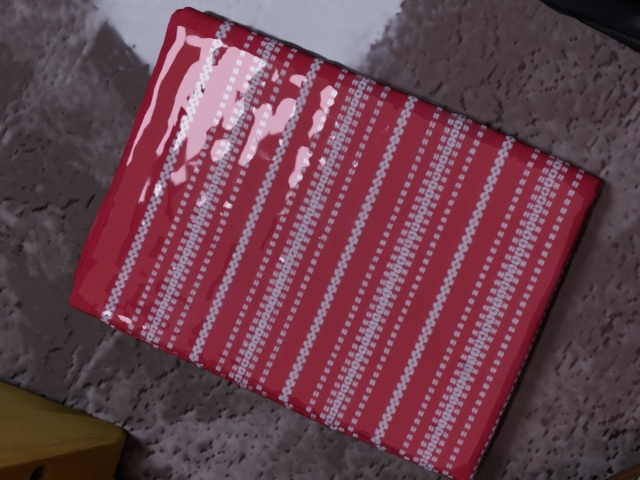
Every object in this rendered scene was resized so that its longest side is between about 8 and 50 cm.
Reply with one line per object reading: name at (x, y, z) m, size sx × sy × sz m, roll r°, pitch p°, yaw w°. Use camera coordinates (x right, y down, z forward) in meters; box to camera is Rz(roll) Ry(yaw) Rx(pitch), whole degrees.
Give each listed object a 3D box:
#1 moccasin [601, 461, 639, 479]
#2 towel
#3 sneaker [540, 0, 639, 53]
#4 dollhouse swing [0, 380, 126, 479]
moccasin at (0.202, 0.161, 0.751) m, size 0.380 × 0.147 × 0.139 m, roll -16°, pitch 90°, yaw 17°
towel at (0.000, 0.000, 0.857) m, size 0.275 × 0.031 × 0.198 m, roll 24°, pitch 99°, yaw 11°
sneaker at (0.295, -0.122, 0.602) m, size 0.483 × 0.202 × 0.185 m, roll 1°, pitch 99°, yaw 40°
dollhouse swing at (-0.191, 0.297, 0.819) m, size 0.305 × 0.315 × 0.346 m, roll 25°, pitch 101°, yaw 24°
